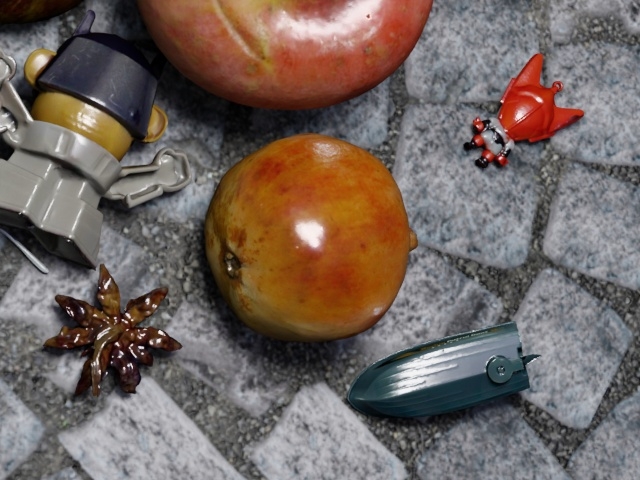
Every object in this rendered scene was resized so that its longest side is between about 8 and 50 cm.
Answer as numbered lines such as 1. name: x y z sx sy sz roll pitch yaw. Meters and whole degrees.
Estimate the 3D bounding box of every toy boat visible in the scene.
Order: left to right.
1. toy boat: 0.153 0.172 1.852 0.246 0.103 0.093 -14 99 -8

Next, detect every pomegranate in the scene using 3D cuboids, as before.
1. pomegranate: 0.000 0.000 1.753 0.270 0.229 0.252 -10 76 -32

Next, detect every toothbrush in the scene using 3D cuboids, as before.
1. toothbrush: -0.375 -0.005 1.732 0.131 0.011 0.013 43 91 -8

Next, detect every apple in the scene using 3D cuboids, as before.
1. apple: -0.052 -0.333 1.700 0.364 0.364 0.364 4 79 -19

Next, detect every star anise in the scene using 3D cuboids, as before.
1. star anise: -0.247 0.109 1.732 0.168 0.057 0.168 3 81 -21

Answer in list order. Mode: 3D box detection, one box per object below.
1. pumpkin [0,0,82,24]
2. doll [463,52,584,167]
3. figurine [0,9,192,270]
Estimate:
1. pumpkin: -0.292 -0.331 1.716 0.312 0.148 0.169 -46 139 -3
2. doll: 0.269 -0.165 1.962 0.169 0.057 0.109 -40 96 -22
3. figurine: -0.284 -0.127 1.716 0.308 0.143 0.308 -10 105 -42
